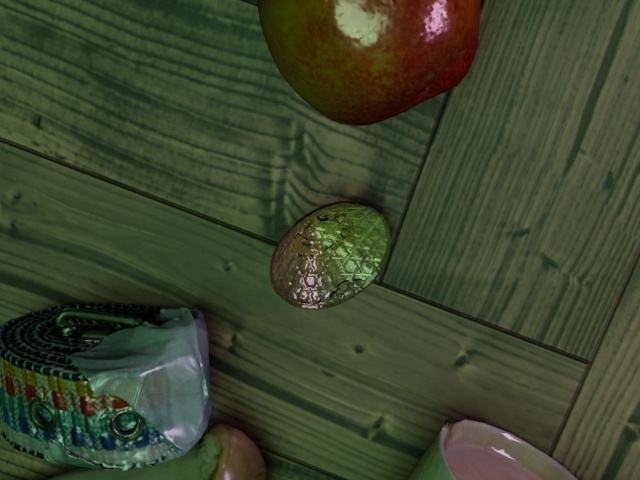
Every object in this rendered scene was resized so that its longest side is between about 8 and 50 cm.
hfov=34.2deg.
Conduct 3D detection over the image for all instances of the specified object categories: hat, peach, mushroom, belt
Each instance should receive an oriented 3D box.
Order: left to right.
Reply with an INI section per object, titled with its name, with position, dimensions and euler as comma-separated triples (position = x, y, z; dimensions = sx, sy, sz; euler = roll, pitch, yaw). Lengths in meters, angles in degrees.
[belt]
position = -0.242, 0.156, 1.169
dimensions = 0.257, 0.207, 0.150
euler = 5, 108, 19
[mushroom]
position = -0.246, 0.337, 1.259
dimensions = 0.407, 0.137, 0.154
euler = -20, 87, 23
[hat]
position = 0.000, 0.000, 1.154
dimensions = 0.146, 0.067, 0.146
euler = -15, 131, -17
[peach]
position = 0.046, -0.224, 0.997
dimensions = 0.231, 0.231, 0.231
euler = 3, 105, 12

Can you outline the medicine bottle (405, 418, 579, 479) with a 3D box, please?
[medicine bottle]
position = 0.125, 0.424, 1.142
dimensions = 0.235, 0.236, 0.406
euler = 31, 109, 3
